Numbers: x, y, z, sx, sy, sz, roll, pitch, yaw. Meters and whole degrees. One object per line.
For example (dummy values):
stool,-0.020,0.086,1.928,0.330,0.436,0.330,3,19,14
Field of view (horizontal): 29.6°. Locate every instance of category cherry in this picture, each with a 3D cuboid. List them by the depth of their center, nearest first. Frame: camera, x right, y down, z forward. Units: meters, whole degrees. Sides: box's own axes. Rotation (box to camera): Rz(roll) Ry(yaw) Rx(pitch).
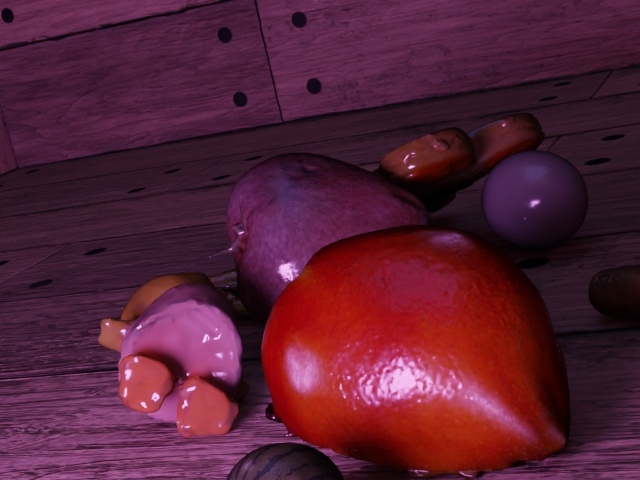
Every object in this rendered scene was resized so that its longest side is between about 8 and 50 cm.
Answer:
cherry,0.000,0.000,1.644,0.307,0.221,0.261,-10,51,-5

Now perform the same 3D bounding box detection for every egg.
egg,0.311,-0.059,1.776,0.146,0.146,0.199,-15,5,-10

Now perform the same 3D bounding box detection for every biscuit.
biscuit,0.152,-0.077,1.901,0.368,0.076,0.394,-15,-12,-43

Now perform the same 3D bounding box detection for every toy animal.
toy animal,-0.175,0.122,1.466,0.195,0.169,0.281,28,-1,-13

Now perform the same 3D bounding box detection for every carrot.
carrot,0.458,0.059,1.339,0.342,0.070,0.070,0,18,38

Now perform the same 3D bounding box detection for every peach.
peach,0.097,0.094,1.204,0.258,0.201,0.362,-18,20,-35

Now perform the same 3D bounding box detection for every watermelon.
watermelon,-0.021,0.226,1.040,0.133,0.105,0.105,6,-2,-41

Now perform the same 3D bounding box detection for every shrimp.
shrimp,-0.119,0.082,1.799,0.294,0.062,0.154,-9,20,11

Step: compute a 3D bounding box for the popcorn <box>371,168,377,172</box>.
popcorn,0.116,-0.071,2.157,0.097,0.089,0.109,20,18,-14
